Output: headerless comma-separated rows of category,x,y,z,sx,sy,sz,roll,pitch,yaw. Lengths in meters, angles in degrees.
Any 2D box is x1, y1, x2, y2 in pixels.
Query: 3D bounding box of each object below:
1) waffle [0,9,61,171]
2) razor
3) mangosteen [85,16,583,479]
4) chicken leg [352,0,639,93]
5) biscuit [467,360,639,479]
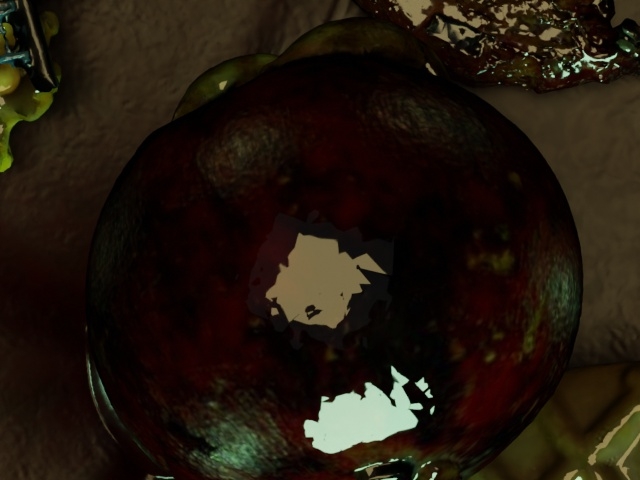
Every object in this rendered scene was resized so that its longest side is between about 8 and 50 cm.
waffle,-0.321,-0.141,1.039,0.329,0.062,0.329,0,90,3
razor,-0.301,-0.105,0.987,0.253,0.042,0.082,-15,91,5
mangosteen,0.007,0.018,0.901,0.311,0.311,0.311,0,92,4
chicken leg,0.109,-0.153,1.005,0.234,0.063,0.105,10,88,5
biscuit,0.167,0.257,0.952,0.268,0.115,0.366,-7,75,22
